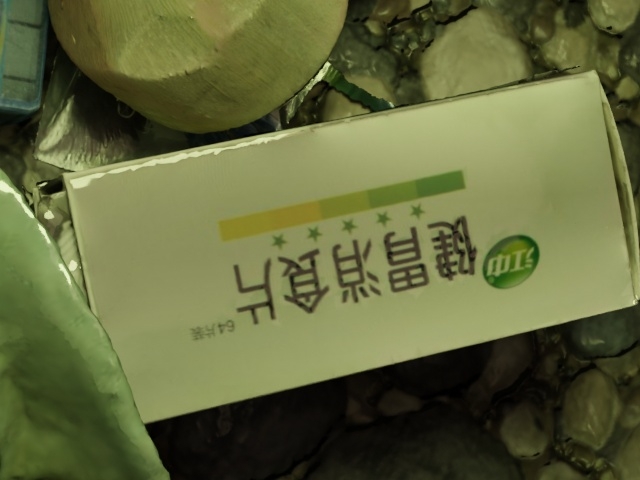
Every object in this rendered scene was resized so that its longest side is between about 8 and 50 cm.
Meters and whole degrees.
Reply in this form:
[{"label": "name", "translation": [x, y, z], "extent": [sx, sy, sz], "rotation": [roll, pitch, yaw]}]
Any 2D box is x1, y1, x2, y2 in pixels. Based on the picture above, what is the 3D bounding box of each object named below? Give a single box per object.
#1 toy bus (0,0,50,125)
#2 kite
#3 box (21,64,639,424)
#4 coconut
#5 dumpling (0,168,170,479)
[{"label": "toy bus", "translation": [-0.203, -0.188, 0.951], "extent": [0.094, 0.079, 0.237], "rotation": [10, 82, -33]}, {"label": "kite", "translation": [-0.023, -0.080, 1.026], "extent": [0.310, 0.015, 0.169], "rotation": [21, 78, -14]}, {"label": "box", "translation": [-0.002, 0.001, 0.927], "extent": [0.332, 0.173, 0.145], "rotation": [-13, 92, -14]}, {"label": "coconut", "translation": [-0.079, -0.157, 0.915], "extent": [0.183, 0.171, 0.171], "rotation": [41, 70, -50]}, {"label": "dumpling", "translation": [-0.230, 0.123, 0.811], "extent": [0.211, 0.321, 0.270], "rotation": [-31, 74, -25]}]
